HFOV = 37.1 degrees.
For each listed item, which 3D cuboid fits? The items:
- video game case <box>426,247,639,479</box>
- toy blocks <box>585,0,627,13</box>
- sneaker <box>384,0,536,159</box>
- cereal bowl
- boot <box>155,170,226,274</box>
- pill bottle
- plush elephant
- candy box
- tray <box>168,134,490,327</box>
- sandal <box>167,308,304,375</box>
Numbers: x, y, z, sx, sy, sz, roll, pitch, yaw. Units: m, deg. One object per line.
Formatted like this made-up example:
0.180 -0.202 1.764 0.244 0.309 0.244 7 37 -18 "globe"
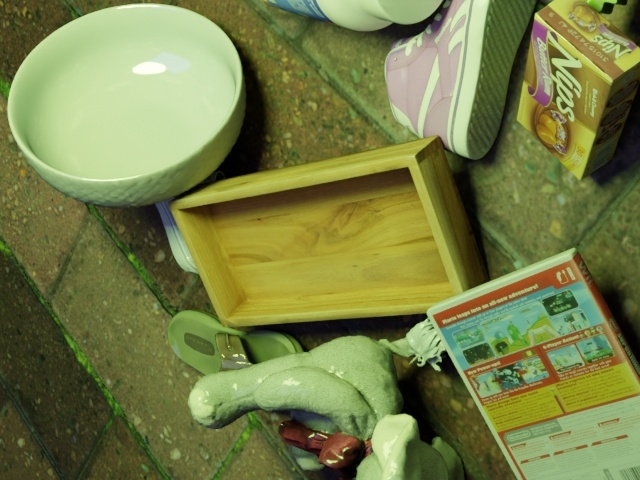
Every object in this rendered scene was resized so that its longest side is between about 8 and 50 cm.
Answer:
0.267 0.169 1.080 0.204 0.025 0.285 -27 93 40 "video game case"
0.409 -0.354 0.853 0.261 0.191 0.381 23 110 25 "toy blocks"
0.151 -0.251 1.120 0.161 0.102 0.282 30 115 37 "sneaker"
-0.267 -0.179 1.383 0.339 0.339 0.141 43 160 28 "cereal bowl"
-0.194 -0.085 1.458 0.123 0.095 0.258 -29 84 31 "boot"
0.027 -0.334 1.141 0.272 0.152 0.152 32 117 50 "pill bottle"
0.051 0.264 1.165 0.330 0.272 0.255 -27 50 16 "plush elephant"
0.267 -0.156 0.992 0.109 0.053 0.186 50 168 24 "candy box"
0.000 0.000 1.252 0.411 0.076 0.202 -8 111 38 "tray"
-0.138 0.184 1.435 0.303 0.086 0.120 11 103 39 "sandal"
